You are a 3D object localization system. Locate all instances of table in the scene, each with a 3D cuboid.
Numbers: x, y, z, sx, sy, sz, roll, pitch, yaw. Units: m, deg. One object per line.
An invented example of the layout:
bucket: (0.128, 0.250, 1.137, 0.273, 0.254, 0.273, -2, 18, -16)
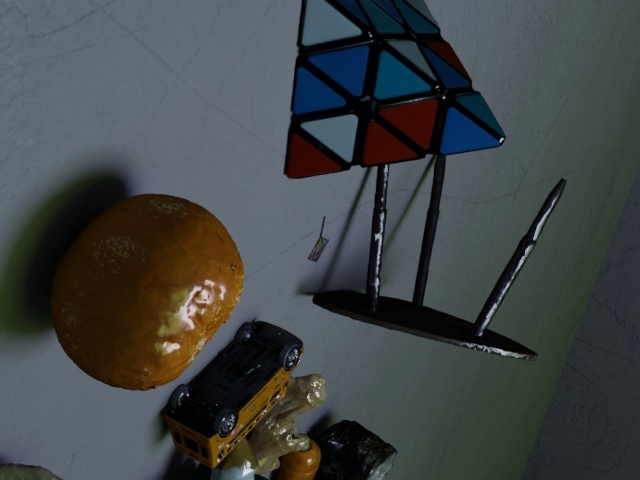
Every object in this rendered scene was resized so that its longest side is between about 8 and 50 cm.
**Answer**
table: (0.154, -0.005, 1.995, 0.317, 0.317, 0.249, 4, 102, -67)

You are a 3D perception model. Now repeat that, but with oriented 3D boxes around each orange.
orange: (-0.168, 0.046, 1.382, 0.193, 0.161, 0.193, -51, 165, -19)

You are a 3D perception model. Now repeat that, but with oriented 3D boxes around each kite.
kite: (0.003, -0.002, 1.927, 0.044, 0.002, 0.078, -22, 139, -58)

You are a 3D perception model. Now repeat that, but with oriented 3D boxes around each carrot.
carrot: (-0.054, 0.399, 2.263, 0.061, 0.061, 0.256, -31, 147, -52)

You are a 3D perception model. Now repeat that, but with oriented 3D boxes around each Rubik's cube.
Rubik's cube: (0.058, -0.130, 1.673, 0.234, 0.250, 0.284, -47, 170, 23)

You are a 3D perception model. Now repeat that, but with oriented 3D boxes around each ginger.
ginger: (-0.080, 0.306, 2.057, 0.089, 0.075, 0.288, 24, 100, -28)

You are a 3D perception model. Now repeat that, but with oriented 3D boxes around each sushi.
sushi: (0.018, 0.389, 2.314, 0.124, 0.127, 0.225, -24, 148, -58)

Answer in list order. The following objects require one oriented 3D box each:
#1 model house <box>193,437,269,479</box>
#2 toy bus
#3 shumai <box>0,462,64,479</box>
model house: (-0.147, 0.368, 1.884, 0.253, 0.184, 0.291, -14, 119, -58)
toy bus: (-0.103, 0.189, 1.815, 0.194, 0.083, 0.088, -44, 145, -35)
shumai: (-0.323, 0.326, 1.467, 0.201, 0.120, 0.201, 14, 70, -42)
